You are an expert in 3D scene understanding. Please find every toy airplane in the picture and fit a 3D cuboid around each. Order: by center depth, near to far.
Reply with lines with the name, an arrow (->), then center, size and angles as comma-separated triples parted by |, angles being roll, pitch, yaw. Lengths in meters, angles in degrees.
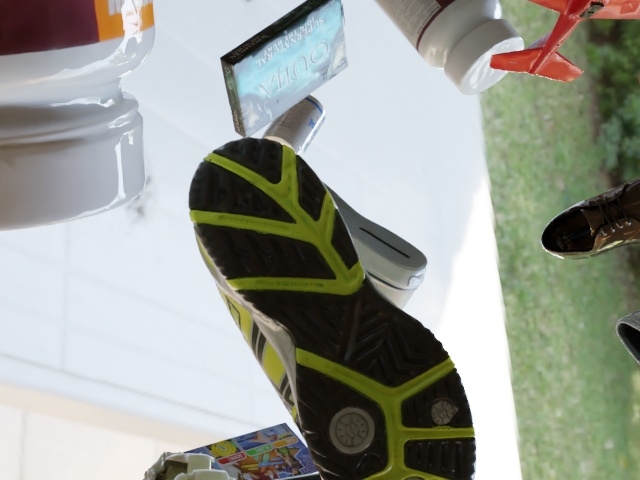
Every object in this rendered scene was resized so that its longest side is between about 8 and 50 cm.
toy airplane -> 0.161, -0.146, 0.779 | 0.151, 0.151, 0.028 | 38, 46, -55

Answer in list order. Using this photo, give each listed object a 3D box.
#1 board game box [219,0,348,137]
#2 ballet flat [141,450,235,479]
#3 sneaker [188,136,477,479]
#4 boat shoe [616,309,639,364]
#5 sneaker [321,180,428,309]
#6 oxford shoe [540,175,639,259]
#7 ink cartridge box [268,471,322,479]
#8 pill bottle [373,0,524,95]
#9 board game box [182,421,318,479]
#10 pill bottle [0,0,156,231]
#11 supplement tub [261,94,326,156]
board game box -> -0.042, -0.226, 1.513 | 0.186, 0.026, 0.126 | -38, 144, -24
ballet flat -> -0.136, 0.290, 1.226 | 0.409, 0.147, 0.146 | 175, -99, -75
sneaker -> 0.014, 0.087, 1.031 | 0.384, 0.145, 0.147 | 64, -8, -2
boat shoe -> 0.447, 0.172, 1.475 | 0.079, 0.081, 0.227 | 94, -26, -42
sneaker -> 0.000, 0.000, 1.384 | 0.094, 0.258, 0.091 | -23, 143, -54
oxford shoe -> 0.365, -0.029, 1.432 | 0.096, 0.227, 0.082 | -5, 68, -51
ink cartridge box -> -0.008, 0.376, 1.391 | 0.045, 0.208, 0.206 | 8, 70, -48
pill bottle -> 0.153, -0.297, 1.517 | 0.221, 0.121, 0.121 | 53, 16, 22
board game box -> -0.087, 0.336, 1.694 | 0.201, 0.035, 0.136 | -8, 42, -45
pill bottle -> -0.227, -0.216, 0.794 | 0.224, 0.224, 0.392 | -42, 132, -63
supplement tub -> -0.042, -0.173, 1.856 | 0.071, 0.071, 0.107 | 59, 46, -36
